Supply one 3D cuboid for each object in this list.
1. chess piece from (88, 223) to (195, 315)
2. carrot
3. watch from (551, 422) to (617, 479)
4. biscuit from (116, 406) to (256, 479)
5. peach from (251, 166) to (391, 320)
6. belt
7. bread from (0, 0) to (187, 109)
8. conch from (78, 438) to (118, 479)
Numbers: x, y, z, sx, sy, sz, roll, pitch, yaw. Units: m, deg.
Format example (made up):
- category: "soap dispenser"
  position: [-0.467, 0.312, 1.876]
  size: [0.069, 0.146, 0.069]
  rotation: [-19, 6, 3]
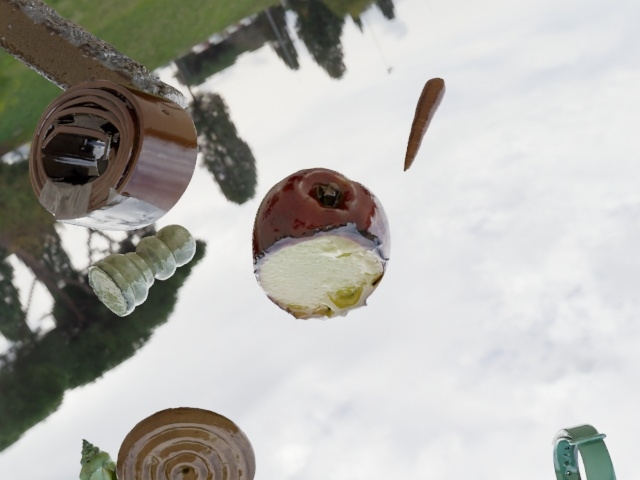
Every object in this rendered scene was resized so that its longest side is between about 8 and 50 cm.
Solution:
- category: "chess piece"
  position: [-0.381, 0.049, 2.122]
  size: [0.243, 0.133, 0.133]
  rotation: [-38, -158, -34]
- category: "carrot"
  position: [0.200, -0.230, 1.894]
  size: [0.048, 0.048, 0.216]
  rotation: [1, -115, 53]
- category: "watch"
  position: [0.490, 0.435, 1.758]
  size: [0.068, 0.237, 0.195]
  rotation: [-12, -125, -2]
- category: "biscuit"
  position: [-0.245, 0.419, 1.743]
  size: [0.262, 0.262, 0.037]
  rotation: [-24, -156, 6]
- category: "peach"
  position: [0.000, 0.000, 1.800]
  size: [0.257, 0.362, 0.201]
  rotation: [1, -124, 0]
- category: "belt"
  position: [-0.267, -0.103, 1.191]
  size: [0.261, 0.184, 0.105]
  rotation: [14, -179, 44]
- category: "bread"
  position: [-0.460, -0.345, 1.829]
  size: [0.113, 0.416, 0.165]
  rotation: [-57, -178, 11]
- category: "conch"
  position: [-0.469, 0.519, 2.080]
  size: [0.095, 0.201, 0.079]
  rotation: [-31, -157, 18]
